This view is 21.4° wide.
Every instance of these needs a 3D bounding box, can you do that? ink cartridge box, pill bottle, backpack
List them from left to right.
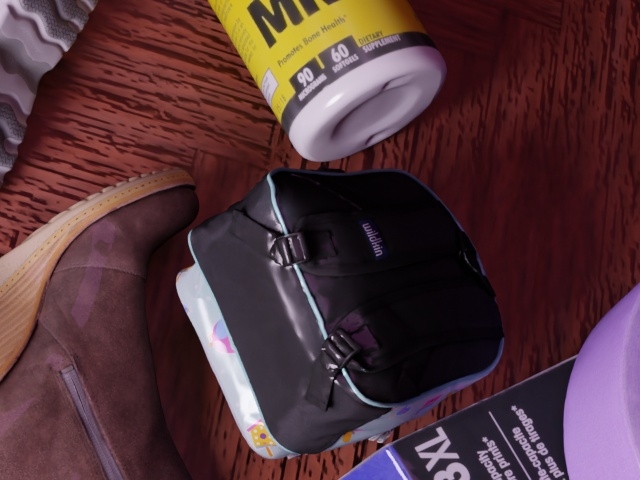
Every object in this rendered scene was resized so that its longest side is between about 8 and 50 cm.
[{"bbox_3d":[-0.012,-0.170,1.172,0.119,0.119,0.208,-22,71,-27],"label":"pill bottle"},{"bbox_3d":[0.017,0.041,1.043,0.188,0.144,0.165,-14,72,-47],"label":"backpack"},{"bbox_3d":[0.157,0.176,1.079,0.371,0.069,0.175,-22,73,-24],"label":"ink cartridge box"}]

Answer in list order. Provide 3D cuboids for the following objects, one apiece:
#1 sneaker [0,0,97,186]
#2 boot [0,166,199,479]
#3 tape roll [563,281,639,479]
[{"bbox_3d":[-0.248,-0.105,1.094,0.115,0.105,0.281,14,58,29],"label":"sneaker"},{"bbox_3d":[-0.128,0.087,1.037,0.248,0.090,0.207,-35,92,-34],"label":"boot"},{"bbox_3d":[0.296,0.126,1.060,0.275,0.090,0.274,8,62,-15],"label":"tape roll"}]
